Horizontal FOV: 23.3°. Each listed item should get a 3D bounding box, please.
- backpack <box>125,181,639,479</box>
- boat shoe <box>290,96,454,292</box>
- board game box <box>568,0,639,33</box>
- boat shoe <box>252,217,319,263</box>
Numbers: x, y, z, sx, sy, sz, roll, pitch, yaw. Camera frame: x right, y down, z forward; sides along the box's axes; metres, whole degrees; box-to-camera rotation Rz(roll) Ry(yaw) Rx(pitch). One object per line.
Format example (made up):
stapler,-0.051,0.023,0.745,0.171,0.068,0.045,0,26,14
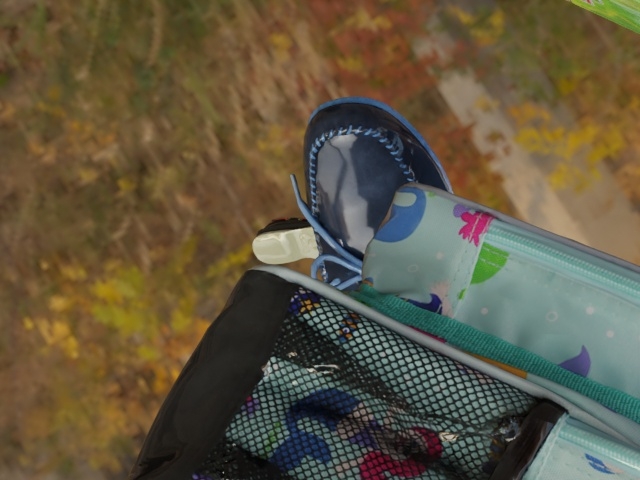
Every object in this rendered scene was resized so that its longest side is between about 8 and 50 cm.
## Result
backpack,0.087,0.112,0.552,0.191,0.253,0.225,-55,153,-11
boat shoe,0.053,0.028,1.002,0.109,0.258,0.089,-10,-144,21
board game box,0.285,-0.223,1.396,0.043,0.181,0.092,-58,153,-3
boat shoe,0.000,-0.002,1.546,0.133,0.049,0.042,0,-151,20
